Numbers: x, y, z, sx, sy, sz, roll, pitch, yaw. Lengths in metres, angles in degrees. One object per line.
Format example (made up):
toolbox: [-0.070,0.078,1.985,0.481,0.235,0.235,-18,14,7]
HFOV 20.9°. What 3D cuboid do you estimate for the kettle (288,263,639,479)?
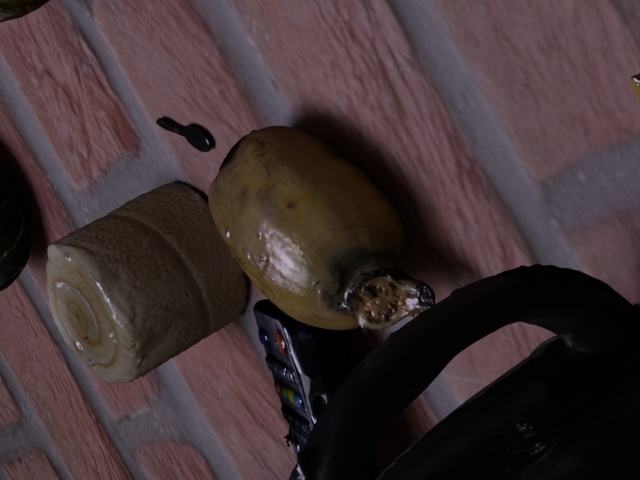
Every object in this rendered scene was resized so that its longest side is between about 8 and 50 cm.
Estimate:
kettle: [0.111,0.178,1.075,0.228,0.324,0.321,19,132,50]

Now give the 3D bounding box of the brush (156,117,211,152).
brush: [-0.120,-0.095,1.521,0.083,0.008,0.024,25,138,47]

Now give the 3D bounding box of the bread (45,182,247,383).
bread: [-0.159,0.041,1.572,0.134,0.141,0.148,38,146,36]

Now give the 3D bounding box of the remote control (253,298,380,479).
remote control: [0.033,0.238,1.472,0.144,0.062,0.399,-165,58,-74]

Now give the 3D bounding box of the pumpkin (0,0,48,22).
pumpkin: [-0.309,-0.284,1.491,0.219,0.162,0.219,33,140,34]

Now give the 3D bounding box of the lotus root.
lotus root: [0.000,0.000,1.312,0.221,0.118,0.125,46,166,29]

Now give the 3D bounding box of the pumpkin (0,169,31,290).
pumpkin: [-0.401,-0.025,1.893,0.190,0.146,0.190,38,143,36]

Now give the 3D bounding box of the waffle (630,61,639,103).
waffle: [0.258,-0.059,0.935,0.191,0.032,0.125,-12,104,58]
